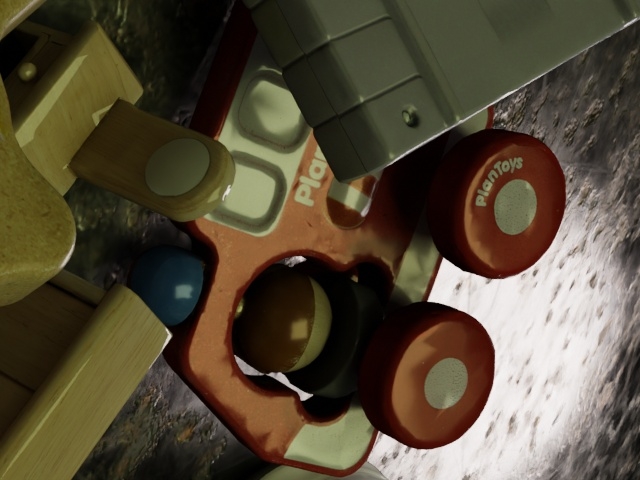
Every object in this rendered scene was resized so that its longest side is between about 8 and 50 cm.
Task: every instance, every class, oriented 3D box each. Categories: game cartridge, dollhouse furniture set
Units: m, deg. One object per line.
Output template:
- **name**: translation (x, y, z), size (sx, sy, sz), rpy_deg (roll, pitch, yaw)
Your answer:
- **game cartridge**: translation (0.082, -0.201, 0.766), size (0.355, 0.068, 0.230), rpy_deg (-32, 100, -44)
- **dollhouse furniture set**: translation (-0.207, -0.044, 0.436), size (0.303, 0.174, 0.355), rpy_deg (-56, 147, -18)

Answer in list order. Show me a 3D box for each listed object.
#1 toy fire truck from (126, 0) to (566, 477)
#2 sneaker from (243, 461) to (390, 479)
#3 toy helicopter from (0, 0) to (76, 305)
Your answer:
- **toy fire truck**: translation (0.000, 0.000, 0.819), size (0.254, 0.169, 0.302), rpy_deg (21, 91, -35)
- **sneaker**: translation (0.009, 0.290, 0.891), size (0.447, 0.257, 0.169), rpy_deg (4, 106, -57)
- **toy helicopter**: translation (-0.158, -0.086, 0.404), size (0.235, 0.140, 0.355), rpy_deg (48, 44, -12)
